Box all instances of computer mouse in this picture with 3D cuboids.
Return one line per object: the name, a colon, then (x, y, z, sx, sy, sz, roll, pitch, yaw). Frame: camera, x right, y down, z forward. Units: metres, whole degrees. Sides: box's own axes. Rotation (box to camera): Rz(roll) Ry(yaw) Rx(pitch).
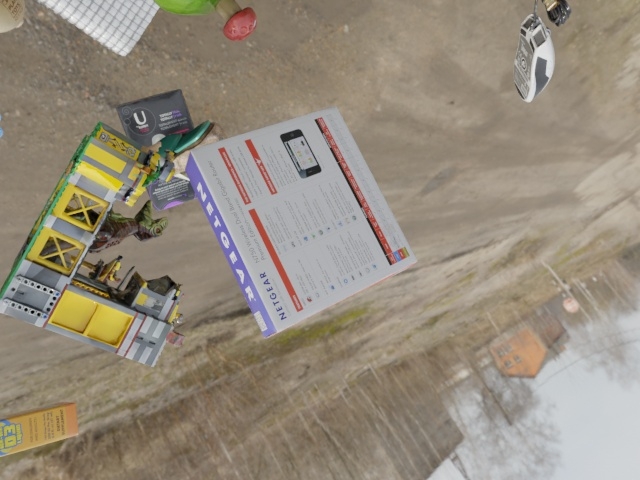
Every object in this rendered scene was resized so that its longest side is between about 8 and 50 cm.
computer mouse: (0.309, -0.281, 0.735, 0.042, 0.106, 0.193, -15, 147, 3)

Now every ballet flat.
ballet flat: (-0.284, -0.178, 1.142, 0.316, 0.106, 0.108, 4, -122, 54)

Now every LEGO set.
LEGO set: (-0.236, 0.004, 0.636, 0.331, 0.192, 0.255, 0, -116, 59)

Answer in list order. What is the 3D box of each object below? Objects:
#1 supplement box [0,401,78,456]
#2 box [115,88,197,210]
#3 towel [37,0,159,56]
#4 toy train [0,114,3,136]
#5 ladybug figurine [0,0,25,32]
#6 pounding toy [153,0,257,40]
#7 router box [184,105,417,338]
supplement box: (-0.648, 0.408, 1.113, 0.080, 0.078, 0.233, -14, 172, 43)
box: (-0.399, -0.234, 1.349, 0.165, 0.271, 0.143, -21, -160, -16)
towel: (-0.468, -0.590, 1.150, 0.235, 0.121, 0.284, 31, 90, -38)
toy train: (-1.077, -0.392, 1.652, 0.105, 0.080, 0.184, -26, 129, -50)
ladybug figurine: (-0.978, -0.706, 1.328, 0.161, 0.305, 0.449, -9, 147, 28)
pounding toy: (-0.092, -0.345, 0.664, 0.236, 0.110, 0.183, -40, -172, 1)
router box: (-0.032, -0.045, 0.934, 0.301, 0.336, 0.082, -23, 172, -26)
